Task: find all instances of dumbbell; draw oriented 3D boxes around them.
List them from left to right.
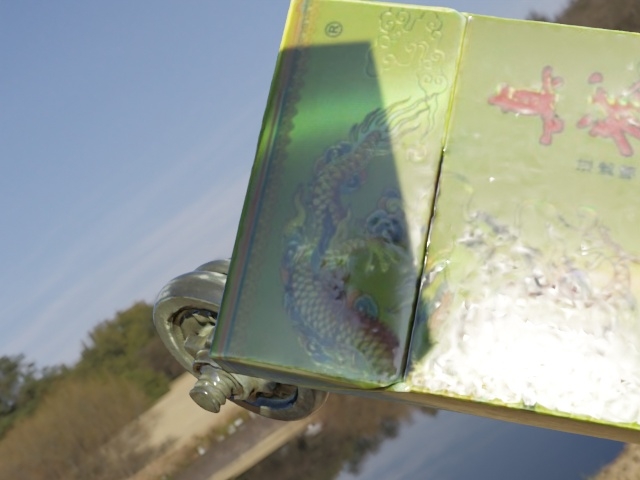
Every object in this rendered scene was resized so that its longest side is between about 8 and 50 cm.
[{"bbox_3d":[0.000,0.000,1.047,0.406,0.179,0.179,-54,8,-32],"label":"dumbbell"}]

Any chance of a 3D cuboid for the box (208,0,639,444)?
[{"bbox_3d":[0.123,-0.004,0.460,0.043,0.311,0.173,67,-146,-71],"label":"box"}]
